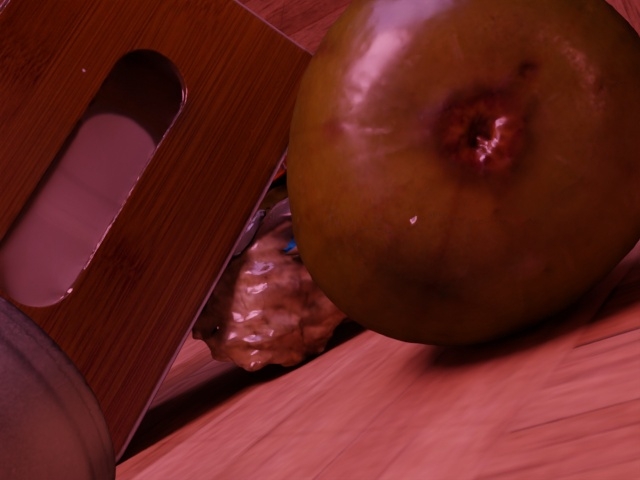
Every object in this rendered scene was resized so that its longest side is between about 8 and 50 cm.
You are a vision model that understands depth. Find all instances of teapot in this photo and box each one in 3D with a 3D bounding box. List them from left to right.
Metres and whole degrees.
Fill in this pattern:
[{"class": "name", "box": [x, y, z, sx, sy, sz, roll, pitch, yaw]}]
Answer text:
[{"class": "teapot", "box": [-0.148, 0.080, 0.332, 0.149, 0.111, 0.108, -15, 22, 38]}]

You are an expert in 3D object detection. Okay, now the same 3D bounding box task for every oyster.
[{"class": "oyster", "box": [0.035, -0.007, 0.622, 0.223, 0.083, 0.214, -27, 4, 6]}]

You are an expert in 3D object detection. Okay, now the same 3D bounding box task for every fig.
[{"class": "fig", "box": [0.059, -0.039, 0.423, 0.148, 0.142, 0.186, 2, 15, -4]}]

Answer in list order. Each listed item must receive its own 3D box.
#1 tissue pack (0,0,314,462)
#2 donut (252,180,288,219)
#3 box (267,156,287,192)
[{"class": "tissue pack", "box": [-0.135, -0.022, 0.568, 0.246, 0.159, 0.136, -63, 17, -20]}, {"class": "donut", "box": [0.047, -0.038, 0.985, 0.272, 0.107, 0.272, -28, 0, 0]}, {"class": "box", "box": [-0.031, -0.079, 0.937, 0.112, 0.048, 0.175, -34, 2, -25]}]
